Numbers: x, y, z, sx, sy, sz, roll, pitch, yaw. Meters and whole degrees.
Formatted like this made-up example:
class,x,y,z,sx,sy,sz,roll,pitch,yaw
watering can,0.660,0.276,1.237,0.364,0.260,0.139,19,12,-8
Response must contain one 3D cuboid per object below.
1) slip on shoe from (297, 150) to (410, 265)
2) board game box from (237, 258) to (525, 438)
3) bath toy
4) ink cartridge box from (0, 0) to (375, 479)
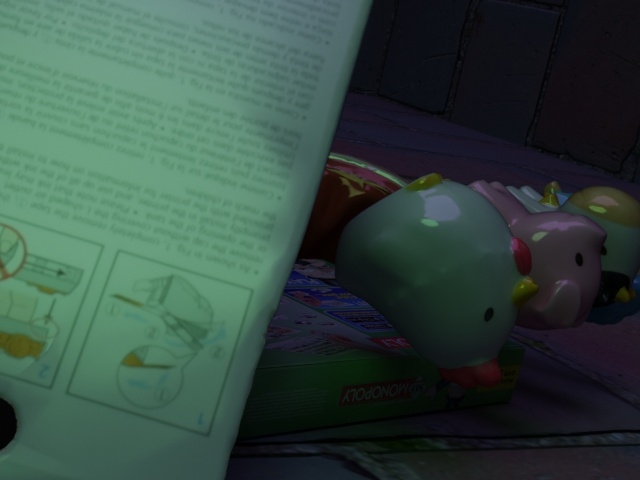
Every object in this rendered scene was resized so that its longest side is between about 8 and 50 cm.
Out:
class,x,y,z,sx,sy,sz,roll,pitch,yaw
slip on shoe,-0.071,-0.017,1.048,0.331,0.123,0.101,7,20,-2
board game box,-0.040,0.062,0.848,0.317,0.046,0.213,2,17,-46
bath toy,0.137,0.020,0.856,0.151,0.129,0.348,-31,-11,24
ink cartridge box,-0.154,-0.046,0.627,0.308,0.385,0.091,17,-26,-2
